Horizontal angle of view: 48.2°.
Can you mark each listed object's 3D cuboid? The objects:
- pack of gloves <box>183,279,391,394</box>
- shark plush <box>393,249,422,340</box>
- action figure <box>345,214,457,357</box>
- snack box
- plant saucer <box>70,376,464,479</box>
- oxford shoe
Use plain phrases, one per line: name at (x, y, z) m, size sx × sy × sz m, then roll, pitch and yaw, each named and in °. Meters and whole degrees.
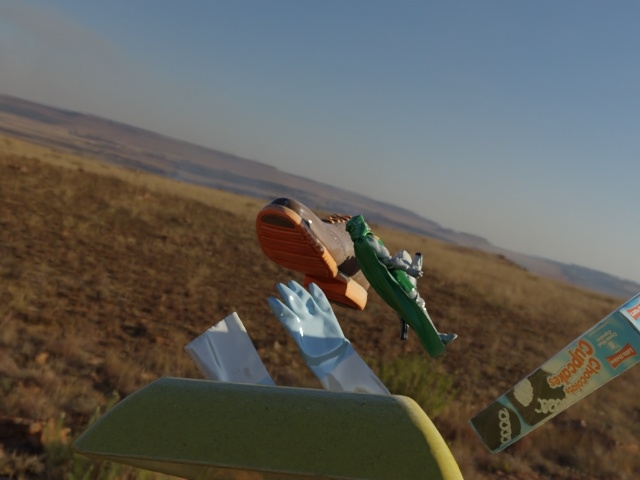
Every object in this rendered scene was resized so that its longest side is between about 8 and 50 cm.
pack of gloves at (-0.028, 0.174, 0.917) m, size 0.232 × 0.195 × 0.046 m, roll 56°, pitch -22°, yaw -1°
shark plush at (0.149, 0.087, 1.213) m, size 0.073 × 0.161 × 0.067 m, roll -14°, pitch -27°, yaw 5°
action figure at (0.111, 0.061, 1.067) m, size 0.232 × 0.063 × 0.137 m, roll 54°, pitch -11°, yaw 1°
snack box at (0.337, 0.150, 0.900) m, size 0.187 × 0.322 × 0.060 m, roll -23°, pitch 68°, yaw -35°
plant saucer at (-0.020, 0.207, 0.720) m, size 0.333 × 0.081 × 0.332 m, roll 2°, pitch -21°, yaw 12°
oxford shoe at (0.000, 0.000, 1.223) m, size 0.130 × 0.132 × 0.363 m, roll 14°, pitch -18°, yaw 25°
